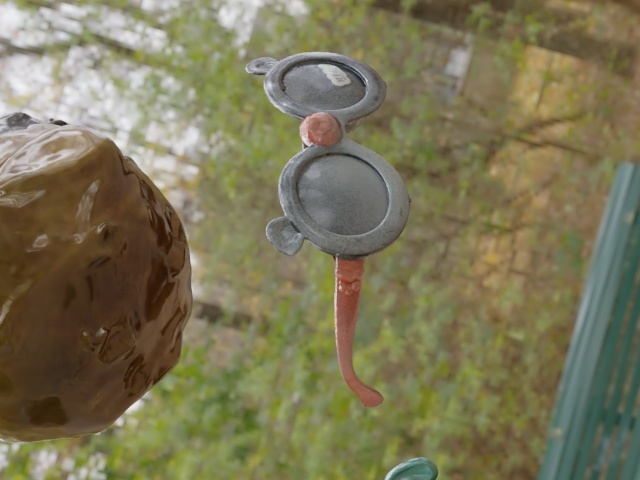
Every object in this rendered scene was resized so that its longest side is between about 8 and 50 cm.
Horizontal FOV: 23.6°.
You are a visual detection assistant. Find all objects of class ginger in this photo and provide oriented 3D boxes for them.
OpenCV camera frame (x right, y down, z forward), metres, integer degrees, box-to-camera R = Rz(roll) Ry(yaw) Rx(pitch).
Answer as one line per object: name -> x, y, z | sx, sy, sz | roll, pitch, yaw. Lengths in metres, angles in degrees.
ginger -> -0.219, 0.040, 1.043 | 0.223, 0.269, 0.200 | 39, 154, 62

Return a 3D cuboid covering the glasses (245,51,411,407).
glasses -> 0.000, 0.000, 1.276 | 0.268, 0.118, 0.234 | 94, 169, -46

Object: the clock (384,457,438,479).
clock -> 0.107, 0.266, 1.224 | 0.148, 0.188, 0.060 | -46, -4, 17
